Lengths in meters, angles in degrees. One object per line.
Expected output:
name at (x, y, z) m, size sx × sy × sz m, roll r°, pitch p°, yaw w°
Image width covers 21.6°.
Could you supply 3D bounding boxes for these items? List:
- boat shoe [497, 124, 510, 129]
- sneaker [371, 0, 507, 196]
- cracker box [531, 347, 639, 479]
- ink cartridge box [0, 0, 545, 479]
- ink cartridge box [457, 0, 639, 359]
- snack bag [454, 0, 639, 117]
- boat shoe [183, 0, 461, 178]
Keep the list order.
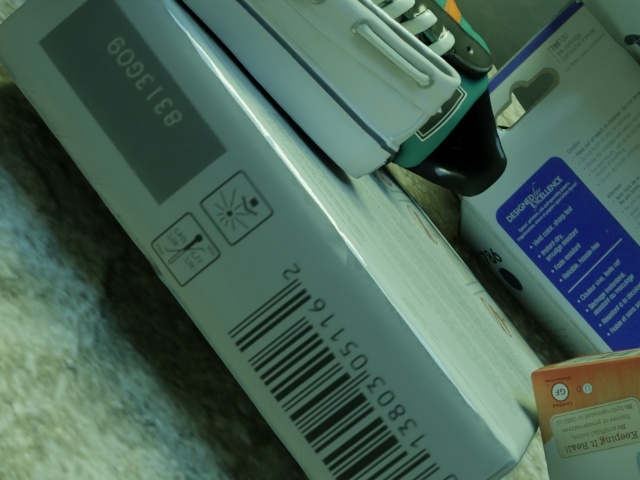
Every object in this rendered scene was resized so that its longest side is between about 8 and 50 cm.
boat shoe at (0.166, -0.019, 1.231) m, size 0.178 × 0.064 × 0.060 m, roll 31°, pitch 61°, yaw -33°
sneaker at (0.035, -0.119, 0.950) m, size 0.121 × 0.108 × 0.302 m, roll 51°, pitch 7°, yaw 31°
cracker box at (0.202, 0.163, 0.811) m, size 0.067 × 0.155 × 0.232 m, roll -7°, pitch 86°, yaw -61°
ink cartridge box at (0.000, 0.000, 0.935) m, size 0.308 × 0.091 × 0.385 m, roll 52°, pitch 8°, yaw 6°
ink cartridge box at (0.221, 0.011, 1.149) m, size 0.333 × 0.165 × 0.065 m, roll 49°, pitch -14°, yaw -6°
snack bag at (0.253, -0.086, 1.196) m, size 0.342 × 0.037 × 0.323 m, roll 52°, pitch -20°, yaw -18°
boat shoe at (-0.031, -0.143, 0.799) m, size 0.258 × 0.084 × 0.095 m, roll 46°, pitch 10°, yaw -31°
